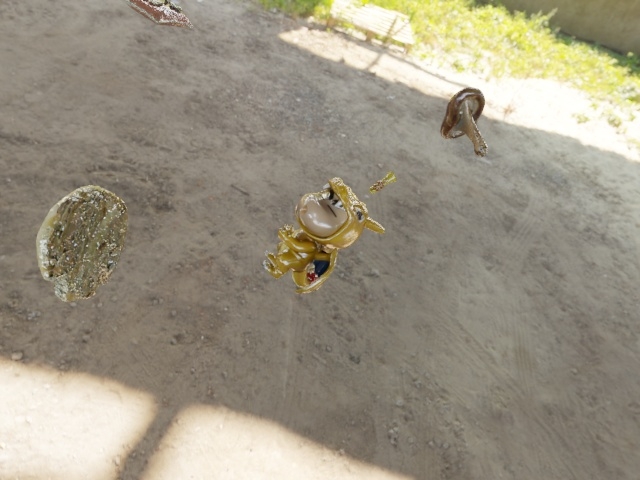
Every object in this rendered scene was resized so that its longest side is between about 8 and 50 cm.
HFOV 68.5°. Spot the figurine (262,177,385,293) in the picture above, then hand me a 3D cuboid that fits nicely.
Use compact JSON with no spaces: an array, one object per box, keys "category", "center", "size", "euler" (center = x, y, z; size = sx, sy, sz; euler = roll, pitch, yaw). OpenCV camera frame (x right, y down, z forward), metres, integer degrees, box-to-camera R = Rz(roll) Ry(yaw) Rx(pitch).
[{"category":"figurine","center":[-0.003,-0.010,1.626],"size":[0.268,0.387,0.401],"euler":[49,7,6]}]

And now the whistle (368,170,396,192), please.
[{"category":"whistle","center":[0.225,-0.201,1.682],"size":[0.109,0.046,0.057],"euler":[-37,33,-17]}]

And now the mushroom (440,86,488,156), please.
[{"category":"mushroom","center":[0.522,-0.391,1.615],"size":[0.148,0.227,0.217],"euler":[-18,57,-6]}]

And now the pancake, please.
[{"category":"pancake","center":[-0.739,0.007,1.478],"size":[0.071,0.382,0.382],"euler":[11,38,11]}]

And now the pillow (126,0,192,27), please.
[{"category":"pillow","center":[-0.571,-0.820,1.676],"size":[0.171,0.075,0.179],"euler":[37,34,13]}]
